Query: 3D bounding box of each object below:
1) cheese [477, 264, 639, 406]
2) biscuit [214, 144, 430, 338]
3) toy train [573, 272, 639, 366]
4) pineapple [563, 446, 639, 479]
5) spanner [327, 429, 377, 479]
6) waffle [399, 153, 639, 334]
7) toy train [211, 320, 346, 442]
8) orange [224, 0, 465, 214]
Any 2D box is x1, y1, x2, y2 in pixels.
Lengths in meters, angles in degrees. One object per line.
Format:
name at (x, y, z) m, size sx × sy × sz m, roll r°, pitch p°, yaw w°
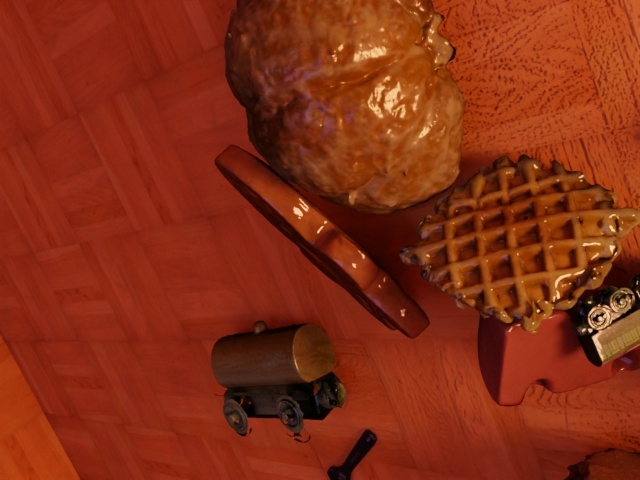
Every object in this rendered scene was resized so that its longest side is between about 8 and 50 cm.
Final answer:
cheese at (0.250, 0.104, 0.895) m, size 0.202 × 0.177 × 0.128 m, roll 25°, pitch 132°, yaw 33°
biscuit at (0.002, -0.002, 1.071) m, size 0.355 × 0.052 × 0.275 m, roll 43°, pitch 174°, yaw -2°
toy train at (0.331, 0.073, 0.826) m, size 0.071 × 0.147 × 0.038 m, roll 67°, pitch 168°, yaw -11°
pineapple at (0.338, 0.417, 1.041) m, size 0.165 × 0.165 × 0.365 m, roll 36°, pitch 139°, yaw 22°
spanner at (0.056, 0.392, 1.416) m, size 0.046 × 0.012 × 0.209 m, roll 43°, pitch 139°, yaw 16°
waffle at (0.211, -0.004, 0.853) m, size 0.214 × 0.208 × 0.054 m, roll 34°, pitch 166°, yaw 39°
toy train at (-0.087, 0.238, 1.362) m, size 0.307 × 0.126 × 0.190 m, roll -15°, pitch 105°, yaw 49°
orange at (0.004, -0.186, 0.923) m, size 0.270 × 0.210 × 0.369 m, roll 6°, pitch 123°, yaw 56°
